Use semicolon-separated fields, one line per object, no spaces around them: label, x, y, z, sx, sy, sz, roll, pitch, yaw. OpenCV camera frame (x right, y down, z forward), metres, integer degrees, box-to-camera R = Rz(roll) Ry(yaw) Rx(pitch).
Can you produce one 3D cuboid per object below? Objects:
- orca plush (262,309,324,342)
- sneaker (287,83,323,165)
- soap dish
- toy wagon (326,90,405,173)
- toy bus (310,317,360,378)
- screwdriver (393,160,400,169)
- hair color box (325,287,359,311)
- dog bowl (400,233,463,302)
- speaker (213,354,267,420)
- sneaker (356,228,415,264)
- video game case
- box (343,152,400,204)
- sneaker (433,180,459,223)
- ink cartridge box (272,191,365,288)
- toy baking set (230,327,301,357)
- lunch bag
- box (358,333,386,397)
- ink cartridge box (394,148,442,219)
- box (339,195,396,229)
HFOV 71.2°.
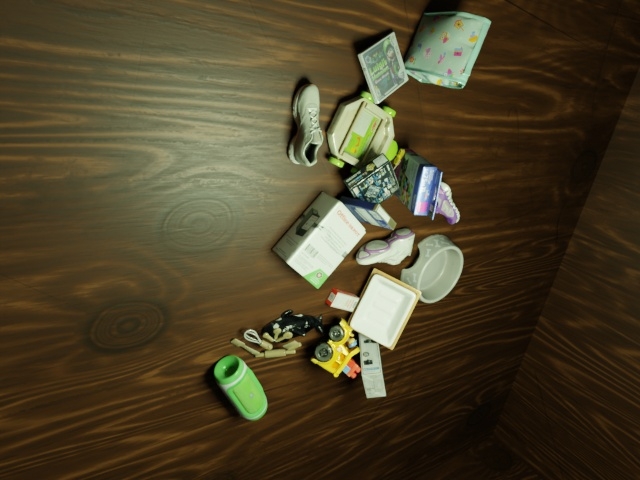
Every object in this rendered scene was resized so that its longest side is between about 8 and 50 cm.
orca plush;-0.087;0.373;1.813;0.287;0.102;0.151;15;104;-41
sneaker;-0.028;-0.364;1.442;0.099;0.121;0.263;-10;119;-33
soap dish;0.279;0.297;1.968;0.291;0.228;0.118;-65;170;9
toy wagon;0.175;-0.366;1.630;0.344;0.068;0.268;18;102;-42
toy bus;0.094;0.471;1.904;0.220;0.211;0.149;-54;173;-2
screwdriver;0.264;-0.248;1.740;0.025;0.024;0.170;19;131;-30
hair color box;0.096;0.257;1.925;0.141;0.043;0.072;22;99;-41
dog bowl;0.550;0.147;2.164;0.348;0.102;0.349;-18;124;-29
speaker;-0.307;0.581;1.749;0.131;0.131;0.297;-34;130;-17
sneaker;0.287;0.061;1.911;0.304;0.114;0.152;-21;123;-27
video game case;0.217;-0.587;1.520;0.190;0.022;0.173;-43;122;-28
box;0.196;-0.205;1.670;0.175;0.051;0.220;-35;151;4
sneaker;0.544;-0.154;2.009;0.104;0.095;0.236;-38;126;-5
ink cartridge box;0.000;0.000;1.661;0.289;0.121;0.211;-49;132;-4
toy baking set;-0.207;0.397;1.738;0.255;0.030;0.197;-9;134;4
lunch bag;0.440;-0.652;1.538;0.160;0.262;0.224;12;106;-40
box;0.229;0.533;2.011;0.087;0.290;0.169;-9;124;6
ink cartridge box;0.355;-0.218;1.683;0.065;0.311;0.186;0;116;-14
box;0.158;-0.106;1.658;0.136;0.225;0.037;40;73;-43
